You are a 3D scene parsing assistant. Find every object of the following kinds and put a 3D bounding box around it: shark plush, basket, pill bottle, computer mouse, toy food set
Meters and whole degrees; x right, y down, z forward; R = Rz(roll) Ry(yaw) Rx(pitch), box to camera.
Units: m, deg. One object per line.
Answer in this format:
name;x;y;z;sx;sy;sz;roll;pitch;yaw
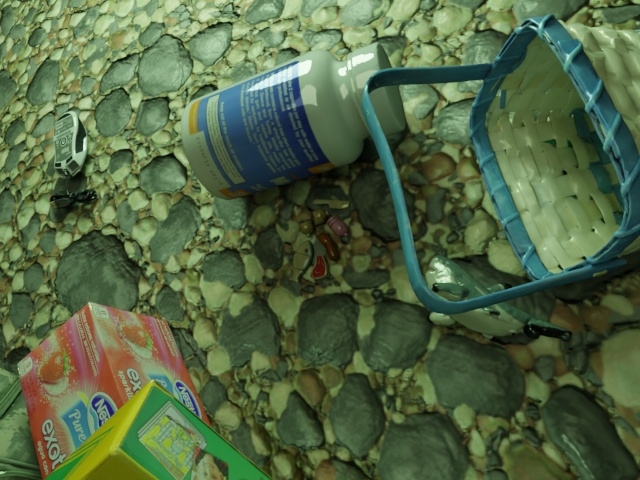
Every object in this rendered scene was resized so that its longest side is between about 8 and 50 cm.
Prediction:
shark plush;0.188;0.064;0.527;0.161;0.073;0.067;15;50;33
basket;0.201;-0.071;0.458;0.289;0.201;0.254;-6;67;-9
pill bottle;-0.033;-0.158;0.646;0.272;0.152;0.152;-13;69;21
computer mouse;-0.467;-0.153;0.917;0.106;0.042;0.192;-14;74;26
toy food set;0.000;0.000;0.654;0.078;0.019;0.122;6;76;27

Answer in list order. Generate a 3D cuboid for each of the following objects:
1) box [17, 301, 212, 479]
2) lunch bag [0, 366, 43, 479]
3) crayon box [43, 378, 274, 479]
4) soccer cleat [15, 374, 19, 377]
box;-0.245;0.247;0.618;0.142;0.154;0.299;-39;60;8
lunch bag;-0.478;0.346;0.659;0.305;0.256;0.212;-54;17;3
crayon box;-0.135;0.361;0.440;0.313;0.106;0.363;-43;102;6
soccer cleat;-0.531;0.264;0.802;0.197;0.068;0.076;-13;64;14
